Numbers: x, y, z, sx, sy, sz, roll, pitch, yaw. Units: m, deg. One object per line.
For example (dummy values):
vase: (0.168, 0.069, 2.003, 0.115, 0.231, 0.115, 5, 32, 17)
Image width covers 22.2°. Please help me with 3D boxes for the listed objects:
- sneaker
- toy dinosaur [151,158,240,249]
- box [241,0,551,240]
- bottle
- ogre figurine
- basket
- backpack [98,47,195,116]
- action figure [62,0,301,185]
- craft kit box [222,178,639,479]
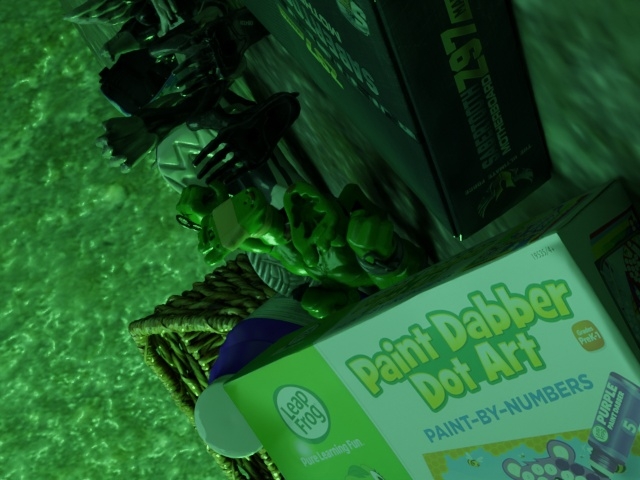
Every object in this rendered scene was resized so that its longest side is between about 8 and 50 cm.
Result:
sneaker: (-0.056, -0.056, 1.458, 0.235, 0.094, 0.153, 36, -156, -26)
toy dinosaur: (-0.112, -0.091, 1.677, 0.313, 0.121, 0.160, 44, 179, 42)
box: (0.003, -0.132, 0.738, 0.232, 0.059, 0.183, 51, 173, 36)
bottle: (-0.028, 0.112, 1.436, 0.283, 0.118, 0.092, -39, -39, -68)
ogre figurine: (0.000, 0.000, 1.152, 0.118, 0.197, 0.096, 25, -121, -44)
basket: (-0.045, 0.180, 1.890, 0.299, 0.223, 0.213, 60, 173, -24)
backpack: (-0.140, -0.149, 1.527, 0.084, 0.105, 0.114, 34, -174, -32)
action figure: (-0.119, -0.142, 1.225, 0.276, 0.141, 0.164, 42, 154, 61)
craft kit box: (0.102, 0.123, 0.745, 0.250, 0.061, 0.246, -29, 93, 49)
